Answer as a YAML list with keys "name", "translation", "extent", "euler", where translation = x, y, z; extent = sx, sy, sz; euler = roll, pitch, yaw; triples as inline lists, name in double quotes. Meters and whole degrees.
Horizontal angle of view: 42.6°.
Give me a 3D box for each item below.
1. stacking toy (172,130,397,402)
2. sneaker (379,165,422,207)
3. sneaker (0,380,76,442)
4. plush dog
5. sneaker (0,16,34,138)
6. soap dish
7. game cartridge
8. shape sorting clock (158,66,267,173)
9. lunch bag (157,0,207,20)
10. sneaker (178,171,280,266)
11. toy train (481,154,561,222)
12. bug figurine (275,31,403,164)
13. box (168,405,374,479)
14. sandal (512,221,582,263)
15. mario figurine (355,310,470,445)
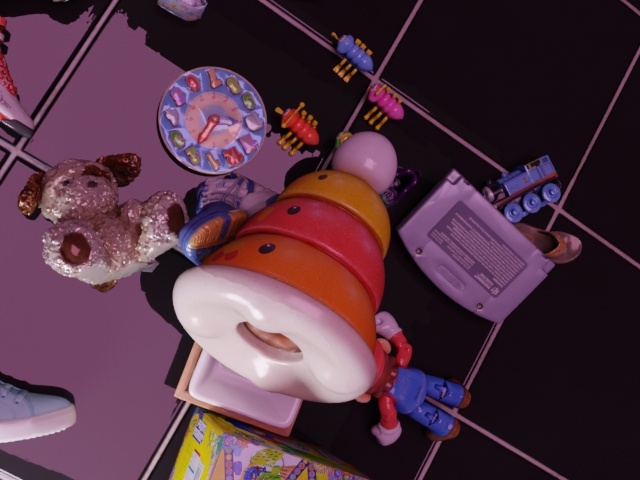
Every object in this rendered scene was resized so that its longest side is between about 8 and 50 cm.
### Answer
- name: "stacking toy"
  translation: [0.000, 0.000, 1.394]
  extent: [0.350, 0.350, 0.480]
  euler: [35, 59, -14]
- name: "sneaker"
  translation: [0.096, -0.080, 1.605]
  extent: [0.223, 0.098, 0.083]
  euler: [-38, 100, -15]
- name: "sneaker"
  translation: [-0.590, 0.249, 1.360]
  extent: [0.365, 0.135, 0.150]
  euler: [5, 90, -18]
- name: "plush dog"
  translation: [-0.395, -0.042, 1.429]
  extent: [0.262, 0.210, 0.225]
  euler: [-21, 77, -35]
- name: "sneaker"
  translation: [-0.567, -0.310, 1.405]
  extent: [0.270, 0.090, 0.145]
  euler: [41, 80, -10]
- name: "soap dish"
  translation: [-0.116, 0.186, 1.521]
  extent: [0.228, 0.118, 0.291]
  euler: [23, 82, -16]
- name: "game cartridge"
  translation: [0.304, 0.022, 1.662]
  extent: [0.297, 0.062, 0.198]
  euler: [42, 102, -11]
- name: "shape sorting clock"
  translation: [-0.201, -0.227, 1.546]
  extent: [0.206, 0.040, 0.206]
  euler: [1, 88, -18]
- name: "lunch bag"
  translation: [-0.253, -0.447, 1.520]
  extent: [0.083, 0.071, 0.053]
  euler: [29, 76, -13]
- name: "sneaker"
  translation: [-0.185, -0.043, 1.446]
  extent: [0.131, 0.296, 0.112]
  euler: [34, 113, 11]
- name: "toy train"
  translation: [0.419, -0.102, 1.723]
  extent: [0.184, 0.080, 0.105]
  euler: [-26, 88, -14]
- name: "bug figurine"
  translation: [0.051, -0.264, 1.611]
  extent: [0.216, 0.072, 0.279]
  euler: [38, 78, -13]
- name: "box"
  translation: [-0.096, 0.434, 1.431]
  extent: [0.279, 0.290, 0.177]
  euler: [23, 81, -16]
- name: "sandal"
  translation: [0.484, 0.005, 1.752]
  extent: [0.180, 0.049, 0.072]
  euler: [16, 84, -17]
- name: "mario figurine"
  translation: [0.133, 0.272, 1.618]
  extent: [0.320, 0.170, 0.198]
  euler: [32, 37, -23]
